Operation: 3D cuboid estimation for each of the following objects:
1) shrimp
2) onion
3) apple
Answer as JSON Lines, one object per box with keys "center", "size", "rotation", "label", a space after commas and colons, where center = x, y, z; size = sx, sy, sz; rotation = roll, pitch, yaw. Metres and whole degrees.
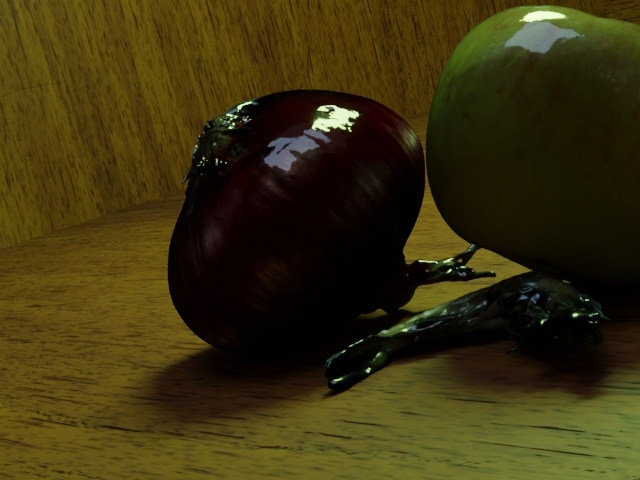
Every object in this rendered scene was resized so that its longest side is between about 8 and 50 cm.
{"center": [0.102, 0.075, 1.021], "size": [0.198, 0.051, 0.262], "rotation": [-22, 6, -6], "label": "shrimp"}
{"center": [0.000, 0.000, 1.245], "size": [0.273, 0.285, 0.273], "rotation": [-51, 10, 13], "label": "onion"}
{"center": [0.200, -0.069, 1.114], "size": [0.261, 0.194, 0.261], "rotation": [21, -2, 1], "label": "apple"}
